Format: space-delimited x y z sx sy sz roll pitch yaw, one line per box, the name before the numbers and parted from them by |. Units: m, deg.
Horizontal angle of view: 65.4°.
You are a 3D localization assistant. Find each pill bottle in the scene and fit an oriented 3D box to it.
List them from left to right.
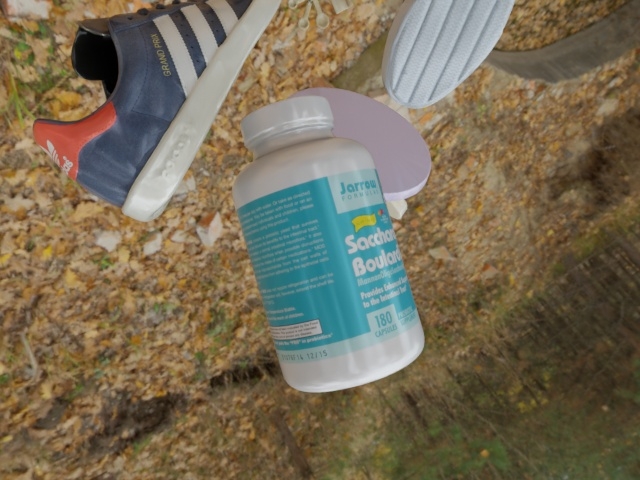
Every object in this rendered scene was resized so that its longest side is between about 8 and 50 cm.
pill bottle | 0.000 0.000 0.493 0.146 0.264 0.146 -16 180 0

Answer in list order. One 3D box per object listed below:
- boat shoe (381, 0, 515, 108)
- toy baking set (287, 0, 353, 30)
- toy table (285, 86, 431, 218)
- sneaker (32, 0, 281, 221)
boat shoe | 0.154 -0.286 0.518 0.109 0.094 0.302 17 123 -18
toy baking set | -0.035 -0.629 1.195 0.256 0.030 0.197 37 89 -20
toy table | 0.051 -0.137 0.888 0.252 0.274 0.161 -43 163 -16
sneaker | -0.152 -0.198 0.504 0.148 0.350 0.131 30 151 -17
